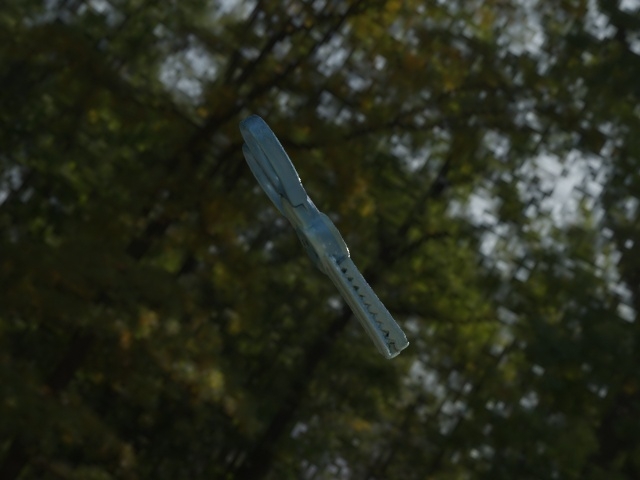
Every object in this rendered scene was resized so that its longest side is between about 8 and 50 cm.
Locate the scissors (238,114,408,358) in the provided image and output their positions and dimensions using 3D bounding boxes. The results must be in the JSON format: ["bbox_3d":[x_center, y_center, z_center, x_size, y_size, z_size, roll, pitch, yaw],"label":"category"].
[{"bbox_3d":[0.000,0.000,1.468,0.256,0.030,0.125,56,-10,15],"label":"scissors"}]
